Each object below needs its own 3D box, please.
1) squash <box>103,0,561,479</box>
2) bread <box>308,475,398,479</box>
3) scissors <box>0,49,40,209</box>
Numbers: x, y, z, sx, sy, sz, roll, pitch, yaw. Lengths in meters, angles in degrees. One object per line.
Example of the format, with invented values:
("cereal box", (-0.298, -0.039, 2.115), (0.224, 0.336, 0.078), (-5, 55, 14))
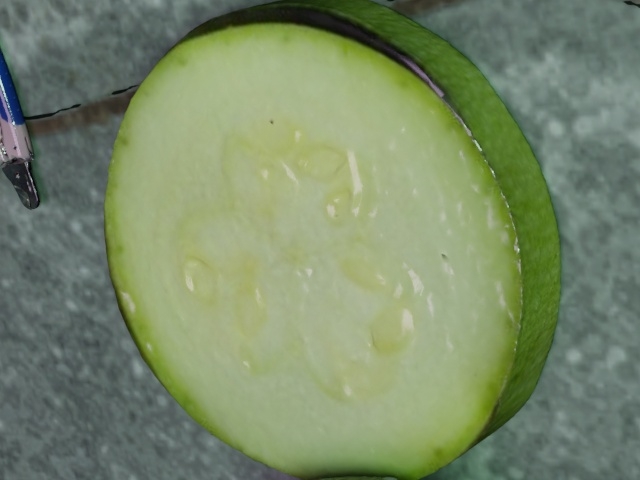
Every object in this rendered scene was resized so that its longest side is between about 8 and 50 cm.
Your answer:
("squash", (0.000, 0.000, 0.959), (0.252, 0.049, 0.252), (13, 113, 31))
("bread", (0.068, 0.194, 0.957), (0.232, 0.064, 0.172), (22, 139, 9))
("scissors", (-0.180, -0.070, 1.067), (0.039, 0.012, 0.113), (-16, 99, 37))
